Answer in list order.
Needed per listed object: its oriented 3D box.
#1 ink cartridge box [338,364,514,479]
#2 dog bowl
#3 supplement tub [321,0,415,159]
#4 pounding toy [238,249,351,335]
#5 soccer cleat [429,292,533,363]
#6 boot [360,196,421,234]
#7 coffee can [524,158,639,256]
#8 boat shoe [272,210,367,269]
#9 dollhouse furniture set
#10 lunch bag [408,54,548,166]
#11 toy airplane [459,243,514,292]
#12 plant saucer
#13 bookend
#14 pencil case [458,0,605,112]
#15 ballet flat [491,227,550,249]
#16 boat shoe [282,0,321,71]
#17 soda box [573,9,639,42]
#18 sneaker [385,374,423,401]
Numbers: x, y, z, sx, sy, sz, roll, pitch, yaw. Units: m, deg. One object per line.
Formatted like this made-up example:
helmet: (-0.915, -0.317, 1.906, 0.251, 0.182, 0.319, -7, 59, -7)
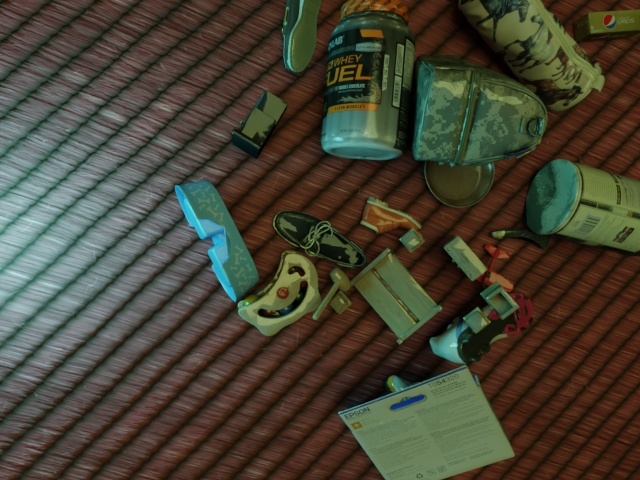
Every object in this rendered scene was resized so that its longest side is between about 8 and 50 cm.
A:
ink cartridge box: (0.259, 0.452, 1.110, 0.324, 0.071, 0.330, -25, 112, 14)
dog bowl: (-0.236, -0.005, 1.060, 0.074, 0.166, 0.297, -27, 96, -20)
supplement tub: (0.114, -0.373, 1.081, 0.207, 0.207, 0.338, 4, 90, -10)
pounding toy: (-0.071, 0.116, 1.088, 0.269, 0.155, 0.154, -31, 100, -7)
soccer cleat: (0.426, 0.219, 1.209, 0.331, 0.143, 0.116, -20, 96, -32)
boot: (0.181, -0.045, 1.181, 0.158, 0.059, 0.085, 23, 91, -1)
coffee can: (0.720, -0.085, 1.197, 0.275, 0.201, 0.202, 13, 90, -10)
boat shoe: (0.000, 0.000, 1.136, 0.254, 0.079, 0.095, 32, 87, -9)
dollhouse furniture set: (0.259, 0.155, 1.169, 0.355, 0.174, 0.303, -42, 78, 13)
lunch bag: (0.340, -0.295, 1.034, 0.256, 0.305, 0.213, 3, 117, 4)
toy airplane: (0.459, 0.075, 1.227, 0.151, 0.028, 0.151, -1, 70, 2)
plant saucer: (0.365, -0.187, 1.216, 0.198, 0.036, 0.199, 0, 93, -10)
bookend: (-0.138, -0.285, 1.065, 0.072, 0.157, 0.156, 30, 87, -10)
pencil case: (0.531, -0.512, 1.146, 0.410, 0.183, 0.160, 41, 88, -15)
ballet flat: (0.548, -0.007, 1.241, 0.173, 0.057, 0.049, 6, 88, -10)
boat shoe: (-0.054, -0.527, 1.119, 0.081, 0.068, 0.228, 8, 96, -50)
soda box: (0.804, -0.596, 1.266, 0.181, 0.061, 0.058, -9, 93, -10)
sneaker: (0.291, 0.401, 1.201, 0.262, 0.099, 0.121, 33, 79, -17)
